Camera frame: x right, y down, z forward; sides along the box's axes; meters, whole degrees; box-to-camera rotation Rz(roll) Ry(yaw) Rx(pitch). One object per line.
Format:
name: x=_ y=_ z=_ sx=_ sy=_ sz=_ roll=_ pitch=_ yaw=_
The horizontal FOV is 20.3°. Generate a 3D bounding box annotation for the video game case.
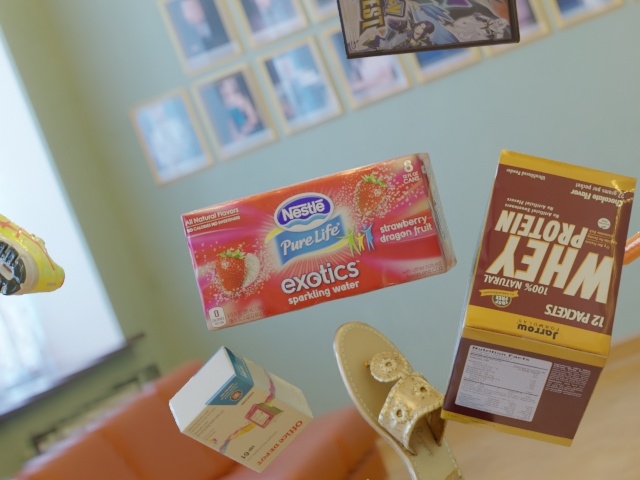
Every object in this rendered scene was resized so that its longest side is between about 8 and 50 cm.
video game case: x=0.138 y=-0.378 z=2.446 sx=0.248 sy=0.274 sz=0.035 roll=-5 pitch=40 yaw=8

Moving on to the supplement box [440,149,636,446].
supplement box: x=0.201 y=0.056 z=1.658 sx=0.129 sy=0.191 sz=0.194 roll=12 pitch=-30 yaw=4

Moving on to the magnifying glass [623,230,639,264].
magnifying glass: x=0.407 y=-0.031 z=1.972 sx=0.092 sy=0.026 sz=0.231 roll=-4 pitch=-22 yaw=-39

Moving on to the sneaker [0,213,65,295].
sneaker: x=-0.393 y=0.012 z=2.239 sx=0.094 sy=0.208 sz=0.081 roll=8 pitch=-64 yaw=-44

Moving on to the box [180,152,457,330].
box: x=0.000 y=0.000 z=1.842 sx=0.257 sy=0.128 sz=0.122 roll=-14 pitch=0 yaw=10

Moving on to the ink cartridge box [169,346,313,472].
ink cartridge box: x=-0.081 y=0.178 z=1.866 sx=0.088 sy=0.122 sz=0.052 roll=-47 pitch=40 yaw=14

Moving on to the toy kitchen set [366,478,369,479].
toy kitchen set: x=0.059 y=0.254 z=1.567 sx=0.068 sy=0.075 sz=0.083 roll=-32 pitch=-22 yaw=-28

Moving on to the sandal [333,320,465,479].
sandal: x=0.103 y=0.176 z=1.743 sx=0.088 sy=0.240 sz=0.079 roll=-24 pitch=-2 yaw=-42
